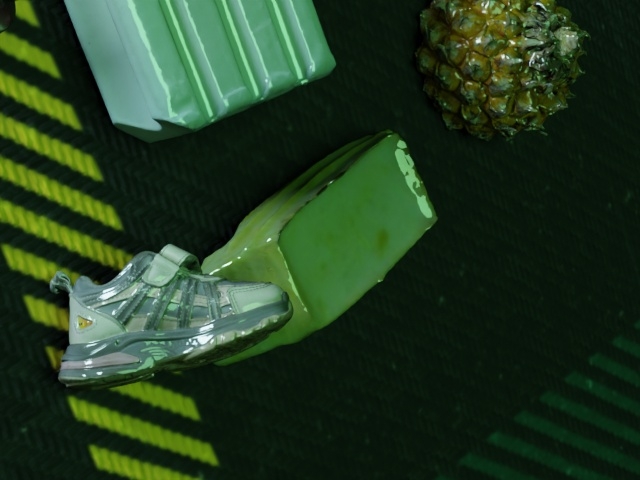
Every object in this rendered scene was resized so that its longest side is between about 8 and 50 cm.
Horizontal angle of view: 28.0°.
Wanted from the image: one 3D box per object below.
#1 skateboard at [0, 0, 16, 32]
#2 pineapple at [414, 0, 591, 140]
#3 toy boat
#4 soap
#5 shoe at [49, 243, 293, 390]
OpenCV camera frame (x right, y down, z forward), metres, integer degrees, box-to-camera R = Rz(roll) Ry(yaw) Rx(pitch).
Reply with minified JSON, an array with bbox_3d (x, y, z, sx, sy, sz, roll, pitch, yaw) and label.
[{"bbox_3d":[-0.265,-0.193,0.871,0.151,0.080,0.067,33,62,-34],"label":"skateboard"},{"bbox_3d":[0.190,-0.179,1.191,0.176,0.136,0.162,25,72,-35],"label":"pineapple"},{"bbox_3d":[0.003,0.000,1.067,0.276,0.084,0.111,-37,108,-34],"label":"toy boat"},{"bbox_3d":[-0.118,-0.231,0.980,0.172,0.095,0.290,-28,104,-35],"label":"soap"},{"bbox_3d":[-0.114,0.051,0.960,0.180,0.089,0.092,-15,80,-8],"label":"shoe"}]
